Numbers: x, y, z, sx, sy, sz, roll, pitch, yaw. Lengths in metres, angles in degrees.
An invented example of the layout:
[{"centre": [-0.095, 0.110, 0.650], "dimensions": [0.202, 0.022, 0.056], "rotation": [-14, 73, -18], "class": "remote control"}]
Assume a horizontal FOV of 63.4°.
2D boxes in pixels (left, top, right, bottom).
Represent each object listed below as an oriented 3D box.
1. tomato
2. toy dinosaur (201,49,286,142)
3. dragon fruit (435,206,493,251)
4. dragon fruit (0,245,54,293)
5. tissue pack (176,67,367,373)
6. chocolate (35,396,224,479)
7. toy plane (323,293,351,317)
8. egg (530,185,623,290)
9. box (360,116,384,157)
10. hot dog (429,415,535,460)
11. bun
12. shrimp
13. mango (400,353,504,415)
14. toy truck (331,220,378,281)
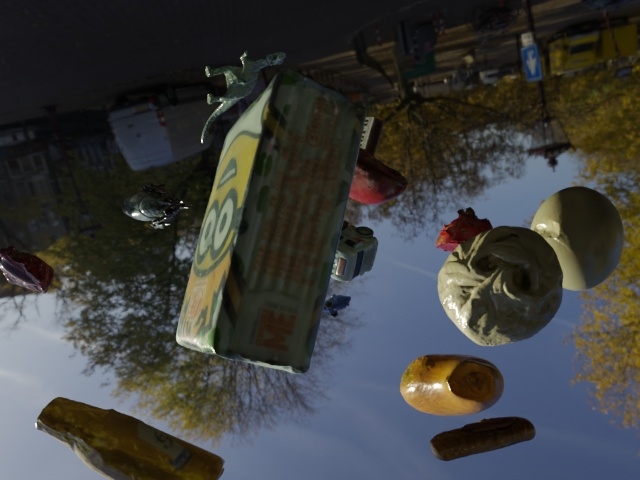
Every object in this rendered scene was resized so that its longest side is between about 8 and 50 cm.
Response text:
[{"centre": [0.074, -0.117, 0.934], "dimensions": [0.166, 0.082, 0.174], "rotation": [33, -164, 9], "class": "tomato"}, {"centre": [-0.234, -0.347, 1.210], "dimensions": [0.129, 0.076, 0.383], "rotation": [4, 162, -44], "class": "toy dinosaur"}, {"centre": [0.348, -0.026, 1.200], "dimensions": [0.153, 0.110, 0.153], "rotation": [8, 173, 1], "class": "dragon fruit"}, {"centre": [-0.652, 0.067, 1.145], "dimensions": [0.097, 0.131, 0.063], "rotation": [-17, -126, -21], "class": "dragon fruit"}, {"centre": [-0.069, -0.011, 0.627], "dimensions": [0.128, 0.310, 0.228], "rotation": [18, 165, -22], "class": "tissue pack"}, {"centre": [-0.442, 0.496, 1.197], "dimensions": [0.446, 0.162, 0.162], "rotation": [26, -166, -2], "class": "chocolate"}, {"centre": [0.012, 0.192, 1.500], "dimensions": [0.167, 0.054, 0.062], "rotation": [-22, -139, 8], "class": "toy plane"}, {"centre": [0.655, -0.007, 1.332], "dimensions": [0.219, 0.269, 0.219], "rotation": [10, 165, 3], "class": "egg"}, {"centre": [0.108, -0.221, 1.314], "dimensions": [0.036, 0.177, 0.115], "rotation": [14, -171, -12], "class": "box"}, {"centre": [0.294, 0.351, 0.942], "dimensions": [0.216, 0.047, 0.066], "rotation": [-3, -176, -20], "class": "hot dog"}, {"centre": [0.309, 0.069, 0.915], "dimensions": [0.231, 0.231, 0.133], "rotation": [-1, 153, 39], "class": "bun"}, {"centre": [-0.301, -0.064, 0.970], "dimensions": [0.233, 0.090, 0.079], "rotation": [6, -159, 45], "class": "shrimp"}, {"centre": [0.307, 0.336, 1.211], "dimensions": [0.187, 0.143, 0.359], "rotation": [6, 163, -20], "class": "mango"}, {"centre": [0.000, 0.000, 1.479], "dimensions": [0.305, 0.136, 0.162], "rotation": [28, -143, 27], "class": "toy truck"}]
